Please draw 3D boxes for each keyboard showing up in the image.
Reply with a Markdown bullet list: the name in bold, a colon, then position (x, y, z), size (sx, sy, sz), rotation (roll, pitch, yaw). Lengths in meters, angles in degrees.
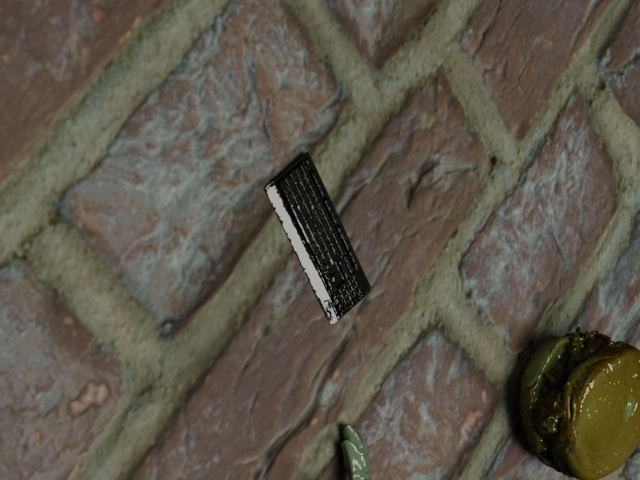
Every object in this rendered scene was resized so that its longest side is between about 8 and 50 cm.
- **keyboard**: position (0.001, 0.000, 1.454), size (0.074, 0.015, 0.197), rotation (-43, 122, -33)

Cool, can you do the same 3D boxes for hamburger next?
- **hamburger**: position (0.360, 0.229, 1.761), size (0.189, 0.122, 0.215), rotation (-54, 132, -19)

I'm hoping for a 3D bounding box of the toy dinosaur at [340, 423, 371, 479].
- **toy dinosaur**: position (0.043, 0.420, 1.463), size (0.205, 0.092, 0.393), rotation (-40, 123, -71)
